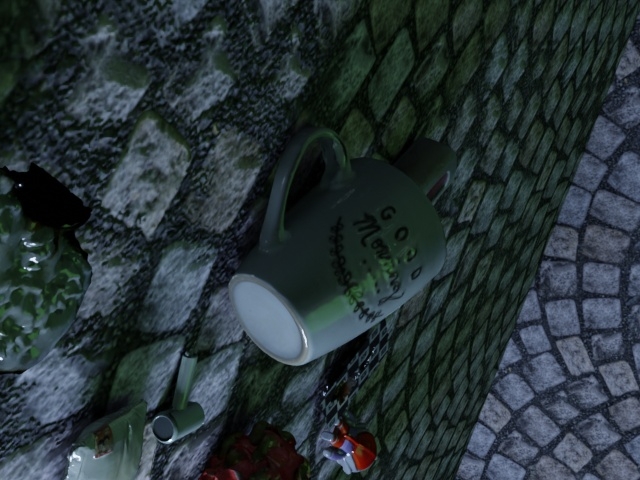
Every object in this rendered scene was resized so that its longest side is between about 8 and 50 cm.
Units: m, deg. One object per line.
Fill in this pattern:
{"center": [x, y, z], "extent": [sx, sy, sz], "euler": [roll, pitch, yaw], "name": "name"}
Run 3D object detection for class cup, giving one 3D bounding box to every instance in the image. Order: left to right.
{"center": [0.000, 0.000, 1.043], "extent": [0.234, 0.186, 0.258], "euler": [-36, 115, -34], "name": "cup"}

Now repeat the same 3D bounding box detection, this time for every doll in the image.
{"center": [0.061, 0.390, 1.640], "extent": [0.227, 0.075, 0.102], "euler": [50, 58, -55], "name": "doll"}

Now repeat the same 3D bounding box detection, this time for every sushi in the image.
{"center": [-0.241, -0.003, 0.569], "extent": [0.147, 0.115, 0.212], "euler": [-56, 157, -11], "name": "sushi"}
{"center": [0.054, 0.226, 1.519], "extent": [0.201, 0.031, 0.139], "euler": [-50, 154, -22], "name": "sushi"}

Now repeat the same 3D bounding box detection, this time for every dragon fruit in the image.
{"center": [-0.084, 0.338, 1.195], "extent": [0.172, 0.160, 0.167], "euler": [-31, 117, -51], "name": "dragon fruit"}

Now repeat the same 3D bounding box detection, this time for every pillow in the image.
{"center": [-0.246, 0.281, 0.920], "extent": [0.128, 0.050, 0.229], "euler": [-27, 138, -66], "name": "pillow"}

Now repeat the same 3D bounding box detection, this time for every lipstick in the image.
{"center": [0.111, -0.054, 1.300], "extent": [0.253, 0.077, 0.079], "euler": [-46, 150, -34], "name": "lipstick"}

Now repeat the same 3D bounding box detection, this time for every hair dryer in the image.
{"center": [-0.160, 0.174, 1.023], "extent": [0.063, 0.037, 0.124], "euler": [-10, 115, -64], "name": "hair dryer"}
